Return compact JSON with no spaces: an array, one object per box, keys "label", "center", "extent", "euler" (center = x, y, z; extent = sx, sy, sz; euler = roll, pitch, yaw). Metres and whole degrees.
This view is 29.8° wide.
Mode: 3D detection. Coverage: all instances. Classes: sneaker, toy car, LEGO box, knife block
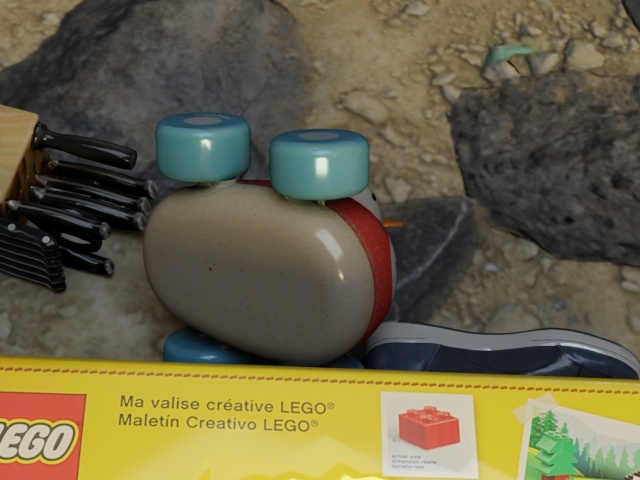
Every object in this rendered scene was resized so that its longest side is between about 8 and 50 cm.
[{"label":"sneaker","center":[0.142,0.150,0.949],"extent":[0.226,0.086,0.163],"euler":[2,48,6]},{"label":"toy car","center":[0.000,0.000,0.982],"extent":[0.210,0.219,0.238],"euler":[11,20,32]},{"label":"LEGO box","center":[0.000,0.236,0.727],"extent":[0.500,0.372,0.193],"euler":[3,59,-5]},{"label":"knife block","center":[-0.289,-0.072,1.039],"extent":[0.242,0.088,0.275],"euler":[-26,65,-20]}]
